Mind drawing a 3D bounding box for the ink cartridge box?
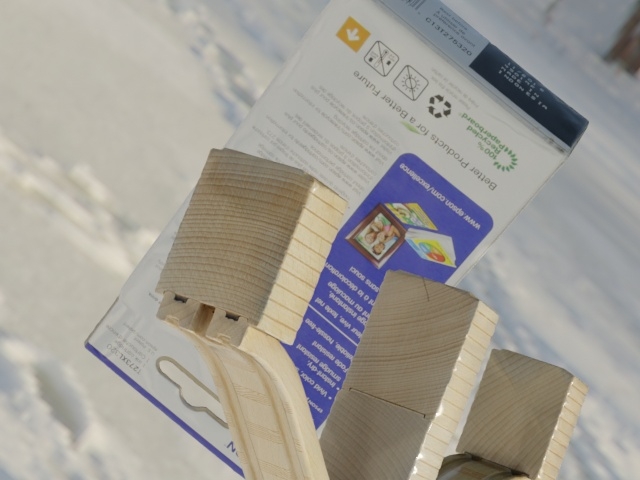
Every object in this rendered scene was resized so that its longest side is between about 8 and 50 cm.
[{"bbox_3d":[0.000,0.000,1.335,0.176,0.371,0.069,39,33,1],"label":"ink cartridge box"}]

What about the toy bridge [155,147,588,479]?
[{"bbox_3d":[0.016,0.039,0.435,0.026,0.063,0.188,18,-9,27],"label":"toy bridge"}]
